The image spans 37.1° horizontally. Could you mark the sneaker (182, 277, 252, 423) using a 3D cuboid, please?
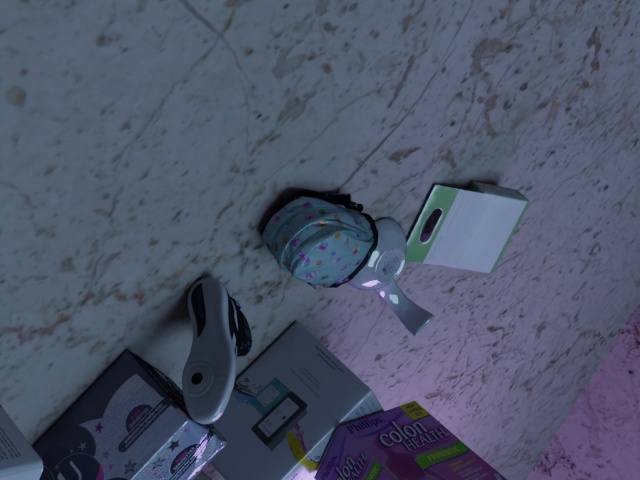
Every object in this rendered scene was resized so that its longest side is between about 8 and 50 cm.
[{"bbox_3d":[-0.137,0.171,1.377,0.079,0.216,0.121,-11,150,17],"label":"sneaker"}]

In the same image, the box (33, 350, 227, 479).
[{"bbox_3d":[-0.288,0.314,1.365,0.247,0.163,0.142,-47,148,-5],"label":"box"}]

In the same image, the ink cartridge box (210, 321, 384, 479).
[{"bbox_3d":[-0.049,0.327,1.645,0.270,0.197,0.198,-44,148,-10],"label":"ink cartridge box"}]

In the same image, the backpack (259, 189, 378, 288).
[{"bbox_3d":[0.000,0.000,1.444,0.152,0.115,0.182,-53,146,10],"label":"backpack"}]

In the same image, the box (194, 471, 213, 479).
[{"bbox_3d":[-0.234,0.534,1.638,0.232,0.149,0.126,-47,157,-24],"label":"box"}]

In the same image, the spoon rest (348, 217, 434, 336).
[{"bbox_3d":[0.121,0.066,1.719,0.137,0.084,0.276,-44,135,-12],"label":"spoon rest"}]

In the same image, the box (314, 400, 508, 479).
[{"bbox_3d":[0.157,0.397,1.556,0.214,0.243,0.117,-6,125,-49],"label":"box"}]

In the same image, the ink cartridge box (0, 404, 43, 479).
[{"bbox_3d":[-0.476,0.240,1.015,0.278,0.201,0.117,-2,124,-51],"label":"ink cartridge box"}]

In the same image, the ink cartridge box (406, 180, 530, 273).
[{"bbox_3d":[0.263,-0.029,1.802,0.235,0.056,0.171,9,118,-30],"label":"ink cartridge box"}]
